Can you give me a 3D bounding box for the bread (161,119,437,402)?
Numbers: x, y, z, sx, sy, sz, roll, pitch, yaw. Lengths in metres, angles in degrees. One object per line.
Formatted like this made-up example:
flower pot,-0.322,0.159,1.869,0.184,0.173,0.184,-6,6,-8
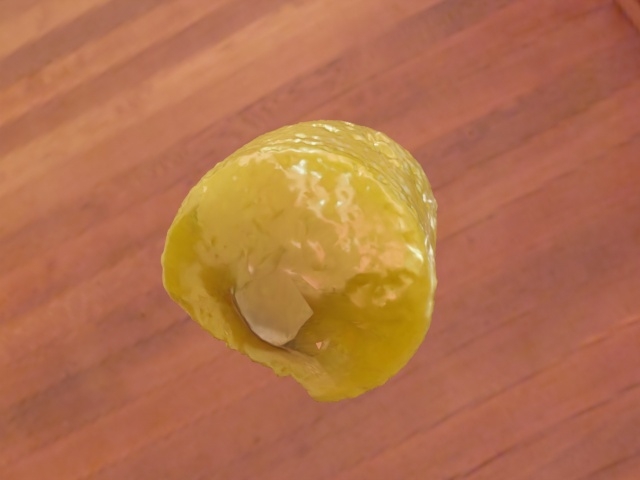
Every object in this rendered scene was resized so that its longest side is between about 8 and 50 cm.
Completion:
bread,0.000,0.000,0.693,0.111,0.129,0.114,-46,8,22
